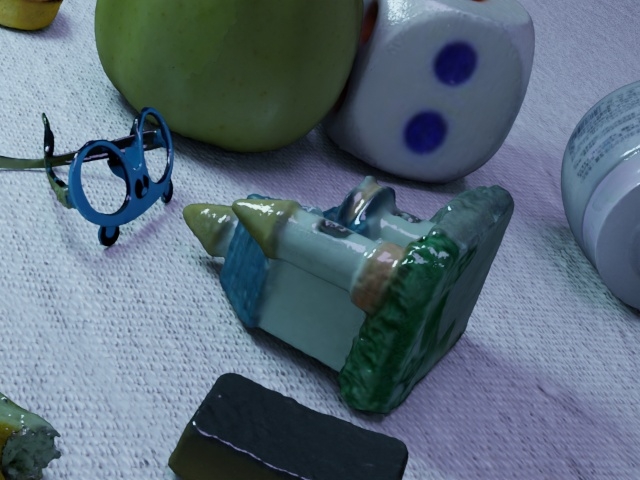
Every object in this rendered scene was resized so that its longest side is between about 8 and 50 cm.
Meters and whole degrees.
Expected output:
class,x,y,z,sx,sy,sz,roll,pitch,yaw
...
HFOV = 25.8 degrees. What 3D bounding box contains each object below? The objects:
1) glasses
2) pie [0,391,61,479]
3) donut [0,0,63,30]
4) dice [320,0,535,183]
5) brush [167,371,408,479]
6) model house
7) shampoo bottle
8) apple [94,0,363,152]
class,x,y,z,sx,sy,sz,roll,pitch,yaw
glasses,-0.273,-0.102,1.557,0.206,0.102,0.239,24,26,6
pie,-0.330,0.172,1.030,0.302,0.067,0.302,17,25,-8
donut,-0.430,-0.344,1.962,0.151,0.058,0.152,17,25,-8
dice,0.143,-0.244,1.959,0.243,0.251,0.259,14,25,-18
brush,-0.024,0.191,1.225,0.197,0.059,0.123,23,24,3
model house,0.000,0.000,1.476,0.325,0.194,0.267,25,26,16
shampoo bottle,0.455,-0.061,1.826,0.273,0.273,0.266,16,35,-11
apple,-0.113,-0.298,1.815,0.357,0.357,0.357,17,26,-9
